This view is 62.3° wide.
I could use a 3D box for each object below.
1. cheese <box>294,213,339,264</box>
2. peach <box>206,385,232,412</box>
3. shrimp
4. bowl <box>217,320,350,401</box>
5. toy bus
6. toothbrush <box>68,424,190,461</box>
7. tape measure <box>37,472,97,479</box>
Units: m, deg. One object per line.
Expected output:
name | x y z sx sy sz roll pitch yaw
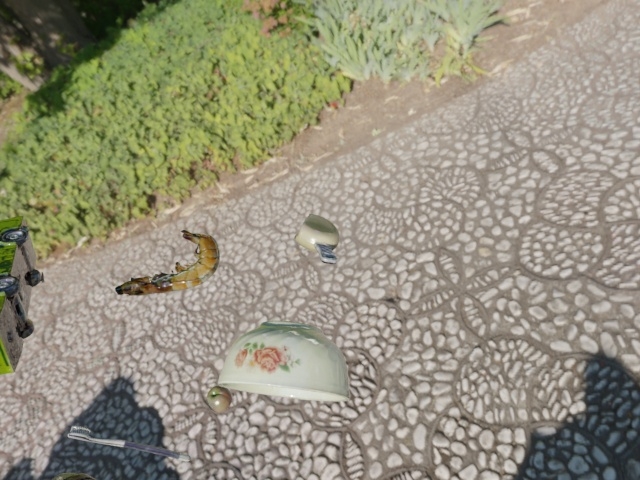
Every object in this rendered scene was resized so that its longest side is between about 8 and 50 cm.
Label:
cheese | -0.007 -0.002 1.080 0.092 0.047 0.171 16 24 -2
peach | -0.319 0.502 1.676 0.083 0.083 0.083 -19 40 17
shrimp | -0.282 0.039 0.991 0.195 0.035 0.148 -12 47 2
bowl | -0.070 0.252 1.114 0.277 0.277 0.145 -6 68 30
toy bus | -0.518 0.076 0.811 0.139 0.113 0.302 -10 34 -17
toothbrush | -0.424 0.462 1.197 0.024 0.288 0.026 -23 48 49
tape measure | -0.576 0.624 1.191 0.133 0.271 0.231 -49 22 11
